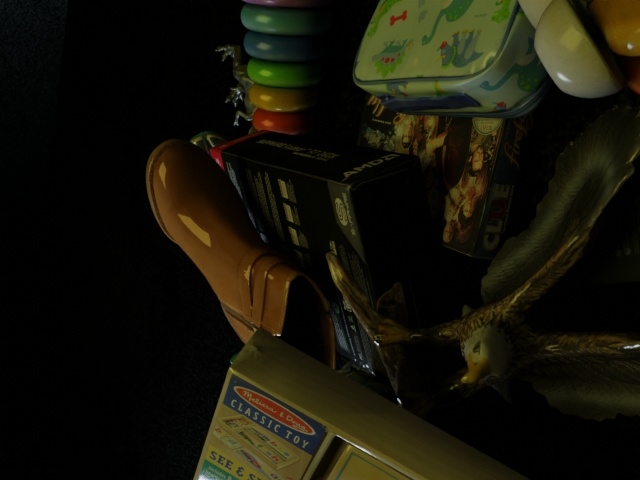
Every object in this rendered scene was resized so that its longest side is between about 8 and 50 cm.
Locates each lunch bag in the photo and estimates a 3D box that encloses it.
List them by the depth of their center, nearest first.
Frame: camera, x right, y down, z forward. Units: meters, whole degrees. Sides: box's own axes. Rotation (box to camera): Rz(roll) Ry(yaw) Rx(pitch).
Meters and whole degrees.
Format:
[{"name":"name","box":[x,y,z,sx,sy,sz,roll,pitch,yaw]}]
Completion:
[{"name":"lunch bag","box":[0.133,-0.199,0.698,0.219,0.090,0.176,14,80,57]}]

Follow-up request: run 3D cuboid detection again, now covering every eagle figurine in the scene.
[{"name":"eagle figurine","box":[0.175,0.065,0.607,0.298,0.226,0.225,-29,28,27]}]

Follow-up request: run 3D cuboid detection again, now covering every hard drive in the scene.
[{"name":"hard drive","box":[0.250,-0.012,0.625,0.135,0.022,0.094,-15,80,60]}]

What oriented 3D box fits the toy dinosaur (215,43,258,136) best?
[{"name":"toy dinosaur","box":[-0.115,-0.263,1.217,0.118,0.064,0.268,23,113,46]}]

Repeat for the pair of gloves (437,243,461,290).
[{"name":"pair of gloves","box":[0.098,0.039,0.905,0.159,0.023,0.198,55,137,46]}]

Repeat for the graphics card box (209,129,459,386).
[{"name":"graphics card box","box":[0.000,0.000,0.893,0.371,0.094,0.232,23,131,60]}]

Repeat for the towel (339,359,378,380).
[{"name":"towel","box":[0.025,0.331,0.973,0.235,0.121,0.283,-54,46,46]}]

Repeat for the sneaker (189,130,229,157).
[{"name":"sneaker","box":[-0.132,-0.064,1.125,0.275,0.107,0.109,63,-171,-50]}]

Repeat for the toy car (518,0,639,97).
[{"name":"toy car","box":[0.236,-0.164,0.522,0.159,0.136,0.182,-32,35,27]}]

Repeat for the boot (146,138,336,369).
[{"name":"boot","box":[-0.088,0.022,0.840,0.220,0.109,0.283,22,133,62]}]

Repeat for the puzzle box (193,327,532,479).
[{"name":"puzzle box","box":[0.081,0.267,0.652,0.409,0.052,0.272,28,133,8]}]

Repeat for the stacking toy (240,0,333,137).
[{"name":"stacking toy","box":[-0.053,-0.229,1.045,0.141,0.141,0.330,38,130,53]}]

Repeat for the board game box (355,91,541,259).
[{"name":"board game box","box":[0.118,-0.089,0.810,0.243,0.042,0.164,26,108,57]}]

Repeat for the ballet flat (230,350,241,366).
[{"name":"ballet flat","box":[-0.072,0.214,1.191,0.203,0.074,0.074,-6,88,55]}]

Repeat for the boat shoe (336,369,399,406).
[{"name":"boat shoe","box":[0.096,0.276,0.762,0.099,0.116,0.319,-18,102,59]}]
